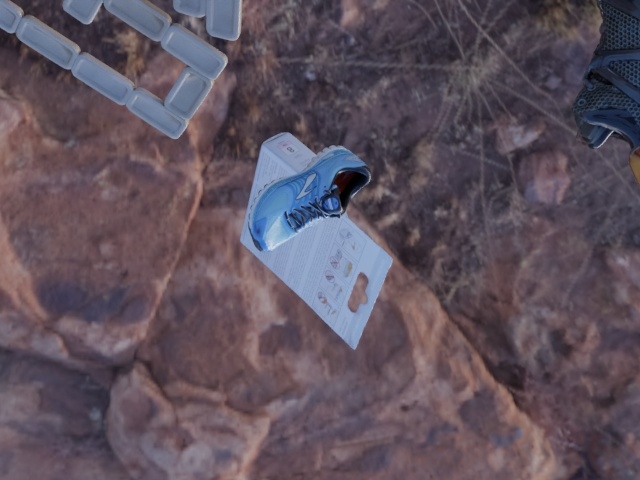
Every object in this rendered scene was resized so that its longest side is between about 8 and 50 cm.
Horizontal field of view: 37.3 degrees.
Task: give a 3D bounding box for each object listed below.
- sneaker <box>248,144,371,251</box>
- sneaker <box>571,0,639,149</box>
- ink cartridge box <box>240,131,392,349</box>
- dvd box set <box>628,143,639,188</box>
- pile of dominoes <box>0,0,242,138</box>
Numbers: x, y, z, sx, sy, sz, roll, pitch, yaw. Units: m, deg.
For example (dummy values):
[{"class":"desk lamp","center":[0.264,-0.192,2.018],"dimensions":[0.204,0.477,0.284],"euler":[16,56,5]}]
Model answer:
[{"class":"sneaker","center":[-0.010,-0.045,1.043],"dimensions":[0.162,0.073,0.063],"euler":[-42,127,-17]},{"class":"sneaker","center":[0.230,-0.156,0.729],"dimensions":[0.130,0.227,0.087],"euler":[-28,171,20]},{"class":"ink cartridge box","center":[0.000,0.000,1.225],"dimensions":[0.066,0.232,0.189],"euler":[-35,155,-38]},{"class":"dvd box set","center":[0.304,-0.049,0.267],"dimensions":[0.308,0.420,0.062],"euler":[-32,104,5]},{"class":"pile of dominoes","center":[-0.185,-0.222,0.821],"dimensions":[0.251,0.040,0.196],"euler":[33,135,-13]}]
